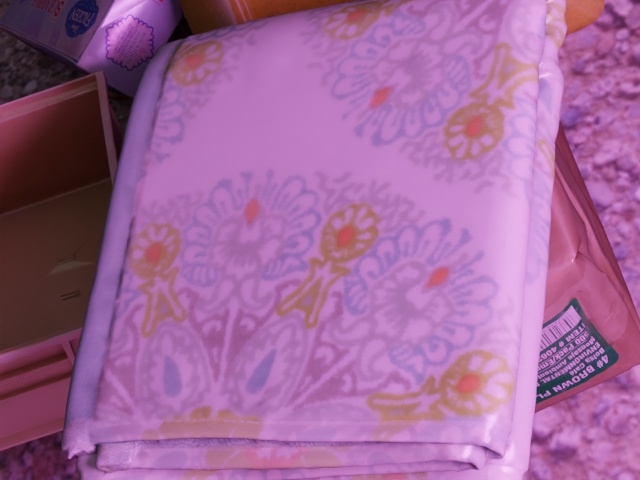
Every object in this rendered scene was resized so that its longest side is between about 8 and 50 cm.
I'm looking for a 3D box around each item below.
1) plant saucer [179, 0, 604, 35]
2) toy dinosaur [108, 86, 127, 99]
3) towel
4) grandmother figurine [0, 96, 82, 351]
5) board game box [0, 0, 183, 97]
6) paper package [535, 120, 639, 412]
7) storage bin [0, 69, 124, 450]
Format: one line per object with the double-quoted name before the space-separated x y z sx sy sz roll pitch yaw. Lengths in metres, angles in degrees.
"plant saucer" 0.022 -0.274 1.255 0.333 0.081 0.332 -22 91 8
"toy dinosaur" -0.204 -0.175 1.538 0.090 0.047 0.082 -21 54 64
"towel" 0.000 0.000 1.036 0.320 0.090 0.374 -6 61 26
"grandmother figurine" -0.290 -0.009 1.446 0.208 0.104 0.342 -16 48 -6
"board game box" -0.170 -0.307 1.469 0.318 0.066 0.319 -59 28 0
"paper package" 0.038 0.008 1.170 0.325 0.168 0.309 -27 53 16
"storage bin" -0.267 0.028 1.270 0.260 0.123 0.262 -18 51 3
